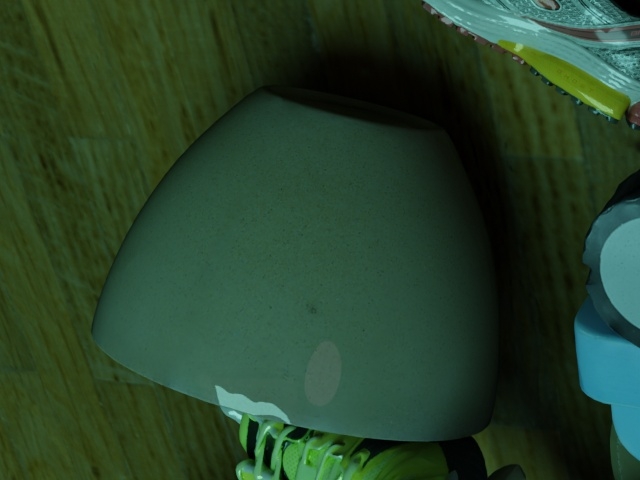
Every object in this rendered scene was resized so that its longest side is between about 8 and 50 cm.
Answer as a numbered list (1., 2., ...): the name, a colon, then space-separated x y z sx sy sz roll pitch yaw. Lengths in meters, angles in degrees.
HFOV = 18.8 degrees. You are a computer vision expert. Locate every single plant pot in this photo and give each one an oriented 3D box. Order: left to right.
1. plant pot: 0.000 0.000 1.330 0.284 0.284 0.191 16 100 20

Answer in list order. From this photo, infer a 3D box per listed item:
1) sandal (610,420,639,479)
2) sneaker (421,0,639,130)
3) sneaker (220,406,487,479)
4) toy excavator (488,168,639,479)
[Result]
1. sandal: 0.289 0.204 1.412 0.088 0.079 0.240 -24 92 36
2. sneaker: 0.140 -0.162 1.230 0.225 0.088 0.093 31 110 10
3. sneaker: 0.016 0.173 1.354 0.147 0.385 0.145 9 99 -13
4. toy excavator: 0.263 0.117 1.237 0.433 0.222 0.445 7 122 28
